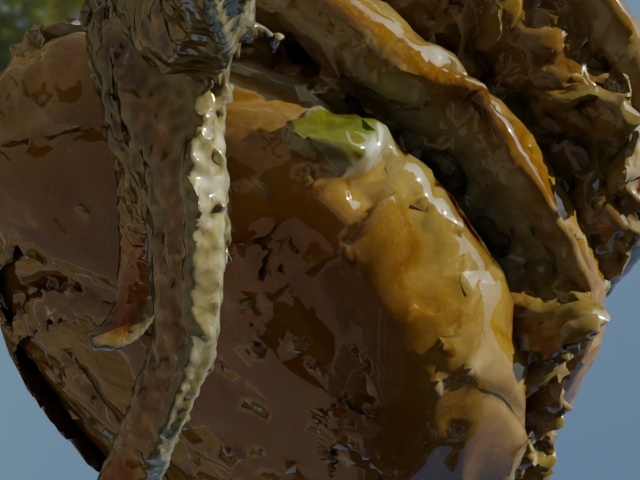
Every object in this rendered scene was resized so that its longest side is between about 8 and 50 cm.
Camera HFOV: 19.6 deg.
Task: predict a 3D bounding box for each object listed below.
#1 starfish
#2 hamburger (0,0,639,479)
[{"bbox_3d":[-0.036,-0.030,0.436,0.138,0.050,0.247,-91,-175,-46],"label":"starfish"},{"bbox_3d":[0.010,-0.005,0.679,0.245,0.260,0.211,7,-137,48],"label":"hamburger"}]
